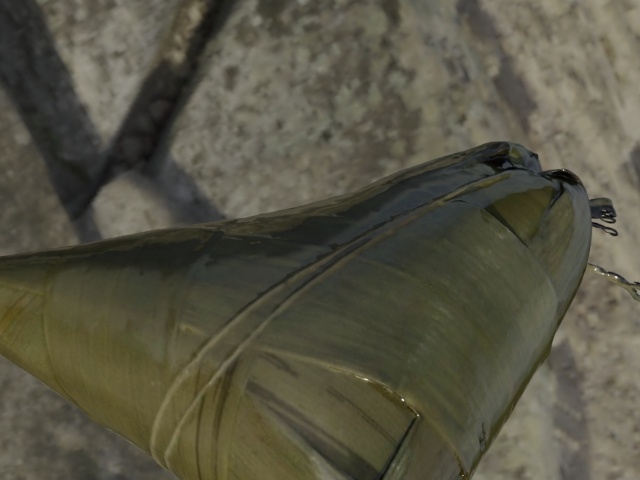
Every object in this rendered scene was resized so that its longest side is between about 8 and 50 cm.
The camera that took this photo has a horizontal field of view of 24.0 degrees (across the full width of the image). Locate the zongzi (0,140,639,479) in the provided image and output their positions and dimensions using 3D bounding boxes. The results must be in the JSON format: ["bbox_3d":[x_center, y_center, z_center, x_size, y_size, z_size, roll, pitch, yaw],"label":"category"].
[{"bbox_3d":[0.000,0.000,1.053,0.418,0.181,0.447,29,50,15],"label":"zongzi"}]
